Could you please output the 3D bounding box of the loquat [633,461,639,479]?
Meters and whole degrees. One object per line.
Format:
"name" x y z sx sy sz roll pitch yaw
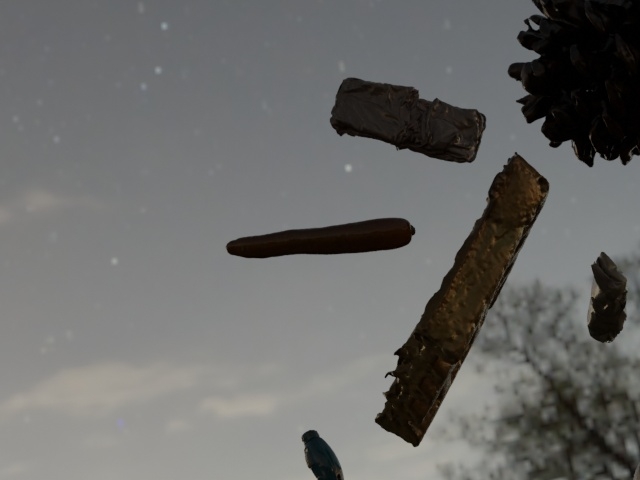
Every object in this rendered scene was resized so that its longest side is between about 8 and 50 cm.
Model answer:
"loquat" 0.545 0.355 2.082 0.243 0.244 0.244 -9 -22 -4

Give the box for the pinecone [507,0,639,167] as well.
"pinecone" 0.394 -0.238 2.060 0.296 0.298 0.242 -32 -3 39

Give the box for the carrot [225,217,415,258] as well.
"carrot" 0.000 0.000 1.965 0.247 0.043 0.043 -6 -21 3

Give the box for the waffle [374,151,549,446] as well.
"waffle" 0.185 0.080 1.978 0.077 0.304 0.348 29 -25 8

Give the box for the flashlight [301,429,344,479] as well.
"flashlight" 0.012 0.330 2.172 0.051 0.129 0.051 -23 -26 -11

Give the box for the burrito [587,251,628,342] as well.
"burrito" 0.423 0.089 2.236 0.064 0.064 0.203 -11 -33 2

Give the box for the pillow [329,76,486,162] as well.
"pillow" 0.141 -0.198 2.452 0.248 0.135 0.049 14 -42 8
